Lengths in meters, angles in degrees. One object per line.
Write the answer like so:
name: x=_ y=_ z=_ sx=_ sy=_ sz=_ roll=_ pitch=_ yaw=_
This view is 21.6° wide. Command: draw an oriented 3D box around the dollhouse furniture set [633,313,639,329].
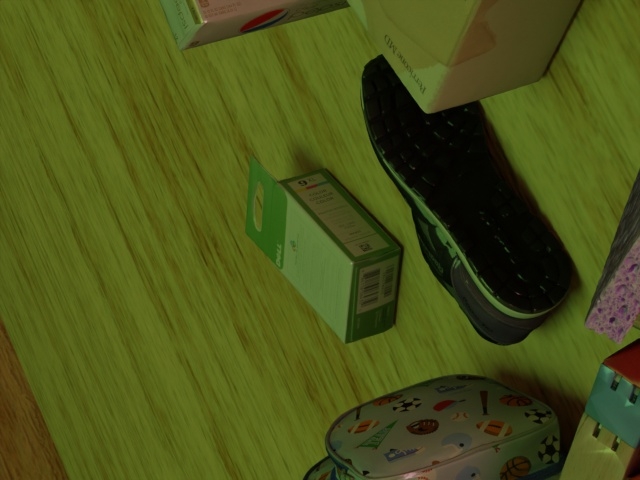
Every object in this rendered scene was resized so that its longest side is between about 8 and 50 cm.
dollhouse furniture set: x=0.270 y=-0.014 z=1.134 sx=0.123 sy=0.144 sz=0.151 roll=28 pitch=164 yaw=42

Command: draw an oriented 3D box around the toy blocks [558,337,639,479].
toy blocks: x=0.311 y=0.232 z=1.211 sx=0.381 sy=0.190 sz=0.261 roll=37 pitch=132 yaw=30

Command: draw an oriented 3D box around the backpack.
backpack: x=0.105 y=0.242 z=1.515 sx=0.263 sy=0.276 sz=0.213 roll=-172 pitch=71 yaw=-68

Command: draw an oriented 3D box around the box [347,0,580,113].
box: x=0.136 y=-0.254 z=1.276 sx=0.148 sy=0.121 sz=0.311 roll=57 pitch=150 yaw=25

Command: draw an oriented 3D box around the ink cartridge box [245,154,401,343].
ink cartridge box: x=0.000 y=0.000 z=1.759 sx=0.209 sy=0.062 sz=0.109 roll=46 pitch=144 yaw=41

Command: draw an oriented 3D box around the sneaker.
sneaker: x=0.106 y=-0.032 z=1.500 sx=0.283 sy=0.107 sz=0.124 roll=62 pitch=158 yaw=18

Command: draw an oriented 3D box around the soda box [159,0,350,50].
soda box: x=-0.036 y=-0.237 z=1.506 sx=0.069 sy=0.216 sz=0.074 roll=-34 pitch=76 yaw=62

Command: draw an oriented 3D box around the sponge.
sponge: x=0.238 y=-0.039 z=1.158 sx=0.031 sy=0.210 sz=0.117 roll=24 pitch=139 yaw=4
